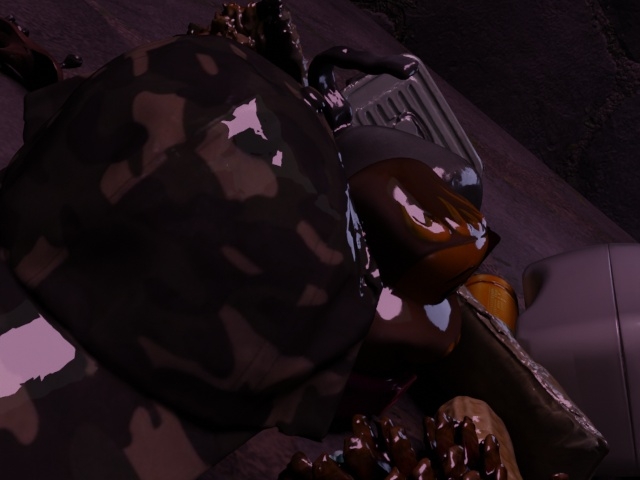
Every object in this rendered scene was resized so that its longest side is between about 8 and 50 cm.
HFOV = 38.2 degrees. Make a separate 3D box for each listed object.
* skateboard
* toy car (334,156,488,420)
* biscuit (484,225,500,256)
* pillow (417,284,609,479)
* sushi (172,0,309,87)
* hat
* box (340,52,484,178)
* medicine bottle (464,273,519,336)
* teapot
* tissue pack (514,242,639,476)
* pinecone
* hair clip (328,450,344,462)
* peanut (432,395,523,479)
[{"bbox_3d":[-0.365,-0.218,1.102,0.151,0.067,0.080,35,30,13],"label":"skateboard"},{"bbox_3d":[0.000,0.000,0.929,0.340,0.240,0.271,40,21,13],"label":"toy car"},{"bbox_3d":[0.213,0.008,1.480,0.106,0.070,0.252,40,22,9],"label":"biscuit"},{"bbox_3d":[0.185,0.157,1.005,0.074,0.185,0.302,-23,52,-21],"label":"pillow"},{"bbox_3d":[-0.115,-0.233,1.347,0.238,0.218,0.225,178,-108,-82],"label":"sushi"},{"bbox_3d":[-0.154,0.011,0.604,0.366,0.257,0.381,40,28,14],"label":"hat"},{"bbox_3d":[0.115,-0.147,1.410,0.243,0.163,0.135,57,-15,-6],"label":"box"},{"bbox_3d":[0.211,0.117,1.207,0.096,0.096,0.192,35,21,-1],"label":"medicine bottle"},{"bbox_3d":[0.029,-0.083,1.151,0.285,0.223,0.305,37,-14,26],"label":"teapot"},{"bbox_3d":[0.373,0.135,1.147,0.333,0.235,0.230,-51,130,-68],"label":"tissue pack"},{"bbox_3d":[0.071,0.213,0.682,0.212,0.169,0.185,36,38,11],"label":"pinecone"},{"bbox_3d":[0.045,0.212,0.822,0.173,0.049,0.049,16,28,-39],"label":"hair clip"},{"bbox_3d":[0.153,0.235,0.891,0.083,0.093,0.194,-3,41,-7],"label":"peanut"}]
